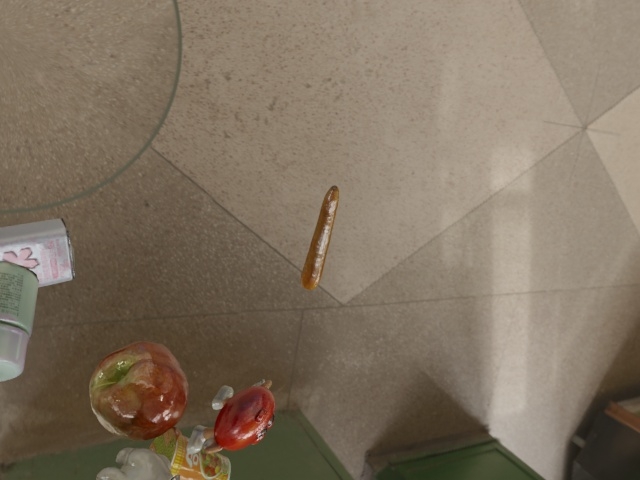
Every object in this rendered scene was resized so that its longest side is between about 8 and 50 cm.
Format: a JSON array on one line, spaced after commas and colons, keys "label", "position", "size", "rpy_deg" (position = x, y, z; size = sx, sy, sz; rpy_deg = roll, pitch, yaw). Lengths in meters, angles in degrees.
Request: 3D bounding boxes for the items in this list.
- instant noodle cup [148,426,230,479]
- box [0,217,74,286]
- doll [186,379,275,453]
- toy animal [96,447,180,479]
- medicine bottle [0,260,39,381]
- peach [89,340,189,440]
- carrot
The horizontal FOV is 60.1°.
[{"label": "instant noodle cup", "position": [-0.335, 0.583, 1.412], "size": [0.185, 0.168, 0.168], "rpy_deg": [33, 90, -30]}, {"label": "box", "position": [-0.900, 0.060, 1.573], "size": [0.370, 0.112, 0.190], "rpy_deg": [-13, 126, -30]}, {"label": "doll", "position": [-0.152, 0.332, 1.050], "size": [0.085, 0.217, 0.183], "rpy_deg": [50, 45, -16]}, {"label": "toy animal", "position": [-0.404, 0.534, 1.091], "size": [0.154, 0.325, 0.208], "rpy_deg": [13, 83, 10]}, {"label": "medicine bottle", "position": [-0.533, 0.130, 0.887], "size": [0.135, 0.168, 0.135], "rpy_deg": [-7, 151, -4]}, {"label": "peach", "position": [-0.423, 0.375, 1.336], "size": [0.232, 0.232, 0.256], "rpy_deg": [-42, 136, -11]}, {"label": "carrot", "position": [0.000, 0.000, 1.104], "size": [0.043, 0.043, 0.247], "rpy_deg": [-5, 126, -29]}]
